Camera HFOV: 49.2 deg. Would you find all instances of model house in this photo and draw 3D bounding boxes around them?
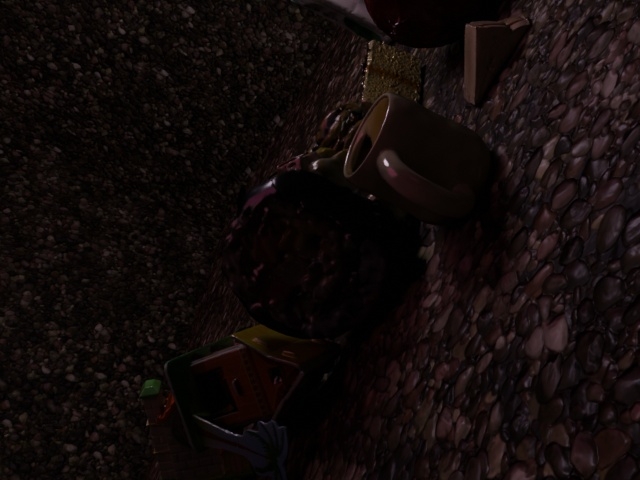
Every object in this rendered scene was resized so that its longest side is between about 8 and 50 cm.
[{"bbox_3d":[-0.075,0.329,1.451,0.324,0.340,0.300,-24,-5,35],"label":"model house"}]

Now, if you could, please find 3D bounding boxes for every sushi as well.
[{"bbox_3d":[0.000,0.000,1.374,0.285,0.328,0.328,-61,-10,-58],"label":"sushi"}]

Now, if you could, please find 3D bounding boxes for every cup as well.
[{"bbox_3d":[0.172,-0.128,1.124,0.173,0.202,0.255,-66,13,-2],"label":"cup"}]

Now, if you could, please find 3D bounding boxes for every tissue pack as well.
[{"bbox_3d":[0.122,-0.805,2.190,0.266,0.356,0.194,-65,10,2],"label":"tissue pack"}]

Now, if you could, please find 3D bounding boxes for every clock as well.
[{"bbox_3d":[-0.282,0.424,1.605,0.106,0.220,0.255,-109,9,-73],"label":"clock"}]

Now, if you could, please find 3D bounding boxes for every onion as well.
[{"bbox_3d":[0.226,-0.540,1.518,0.276,0.276,0.276,-58,15,26],"label":"onion"}]

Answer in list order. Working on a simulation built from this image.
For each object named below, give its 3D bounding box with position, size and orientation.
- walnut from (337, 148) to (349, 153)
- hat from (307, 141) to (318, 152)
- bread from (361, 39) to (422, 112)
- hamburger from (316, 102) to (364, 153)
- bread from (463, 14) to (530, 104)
[{"bbox_3d":[0.042,-0.180,1.954,0.211,0.087,0.167,-56,13,33],"label":"walnut"},{"bbox_3d":[-0.024,-0.262,2.349,0.147,0.085,0.175,-69,15,-13],"label":"hat"},{"bbox_3d":[0.178,-0.361,1.709,0.178,0.142,0.266,69,-155,-46],"label":"bread"},{"bbox_3d":[0.056,-0.326,2.083,0.183,0.130,0.206,-59,12,15],"label":"hamburger"},{"bbox_3d":[0.324,-0.334,1.299,0.077,0.105,0.152,-96,2,-64],"label":"bread"}]
